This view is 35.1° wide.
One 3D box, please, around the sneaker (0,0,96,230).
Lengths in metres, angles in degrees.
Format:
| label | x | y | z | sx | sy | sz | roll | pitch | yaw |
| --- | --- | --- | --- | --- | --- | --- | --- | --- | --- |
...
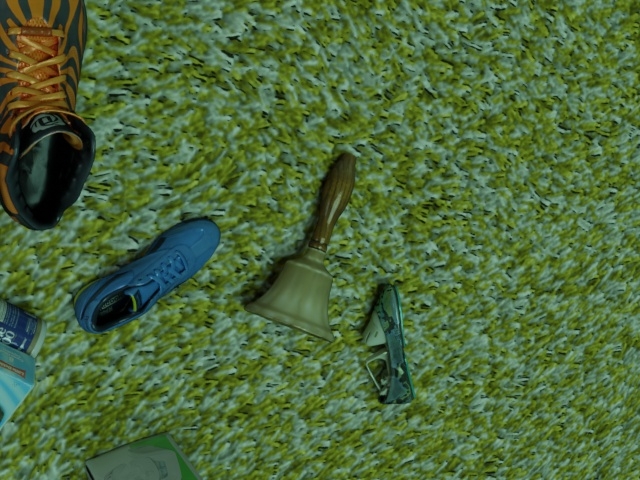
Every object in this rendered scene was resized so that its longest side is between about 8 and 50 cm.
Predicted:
| label | x | y | z | sx | sy | sz | roll | pitch | yaw |
| --- | --- | --- | --- | --- | --- | --- | --- | --- | --- |
| sneaker | -0.289 | -0.163 | 1.070 | 0.124 | 0.180 | 0.321 | -6 | 109 | -25 |

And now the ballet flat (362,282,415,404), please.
| label | x | y | z | sx | sy | sz | roll | pitch | yaw |
| --- | --- | --- | --- | --- | --- | --- | --- | --- | --- |
| ballet flat | 0.092 | 0.153 | 1.431 | 0.070 | 0.070 | 0.188 | -18 | 110 | -20 |

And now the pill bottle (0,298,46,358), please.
| label | x | y | z | sx | sy | sz | roll | pitch | yaw |
| --- | --- | --- | --- | --- | --- | --- | --- | --- | --- |
| pill bottle | -0.385 | 0.098 | 1.170 | 0.120 | 0.067 | 0.067 | 32 | 90 | -30 |

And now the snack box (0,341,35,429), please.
| label | x | y | z | sx | sy | sz | roll | pitch | yaw |
| --- | --- | --- | --- | --- | --- | --- | --- | --- | --- |
| snack box | -0.499 | 0.142 | 1.093 | 0.322 | 0.060 | 0.187 | 31 | 108 | -26 |

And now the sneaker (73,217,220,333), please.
| label | x | y | z | sx | sy | sz | roll | pitch | yaw |
| --- | --- | --- | --- | --- | --- | --- | --- | --- | --- |
| sneaker | -0.203 | 0.049 | 1.239 | 0.209 | 0.082 | 0.069 | -34 | 116 | -15 |

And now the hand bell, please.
| label | x | y | z | sx | sy | sz | roll | pitch | yaw |
| --- | --- | --- | --- | --- | --- | --- | --- | --- | --- |
| hand bell | 0.000 | 0.000 | 1.328 | 0.126 | 0.126 | 0.242 | 25 | 81 | -30 |

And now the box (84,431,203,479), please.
| label | x | y | z | sx | sy | sz | roll | pitch | yaw |
| --- | --- | --- | --- | --- | --- | --- | --- | --- | --- |
| box | -0.186 | 0.407 | 1.256 | 0.126 | 0.262 | 0.231 | -17 | 112 | -22 |
